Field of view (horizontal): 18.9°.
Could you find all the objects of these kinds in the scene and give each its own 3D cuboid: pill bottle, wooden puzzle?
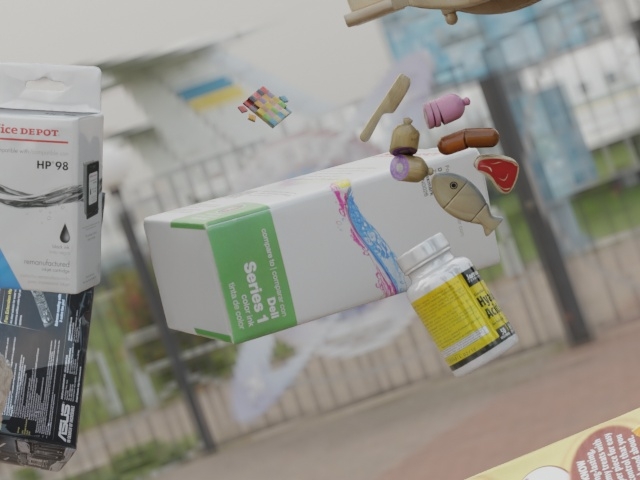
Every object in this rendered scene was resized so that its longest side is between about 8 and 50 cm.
[{"bbox_3d":[0.114,0.054,1.643,0.065,0.116,0.065,-32,-3,-2],"label":"pill bottle"},{"bbox_3d":[-0.065,-0.164,2.366,0.006,0.049,0.083,-54,-5,39],"label":"wooden puzzle"}]

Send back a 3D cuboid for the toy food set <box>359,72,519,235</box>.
[{"bbox_3d":[0.093,-0.063,1.363,0.078,0.122,0.019,-57,13,7],"label":"toy food set"}]

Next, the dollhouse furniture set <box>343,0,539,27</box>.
[{"bbox_3d":[0.172,-0.170,1.496,0.355,0.174,0.303,-18,3,18],"label":"dollhouse furniture set"}]

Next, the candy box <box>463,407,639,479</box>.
[{"bbox_3d":[0.224,0.162,0.991,0.316,0.183,0.087,-24,34,12],"label":"candy box"}]

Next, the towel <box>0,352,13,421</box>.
[{"bbox_3d":[-0.278,0.125,1.282,0.049,0.187,0.282,8,-20,14],"label":"towel"}]

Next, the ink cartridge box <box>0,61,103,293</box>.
[{"bbox_3d":[-0.235,-0.052,1.556,0.104,0.180,0.060,4,9,14],"label":"ink cartridge box"}]

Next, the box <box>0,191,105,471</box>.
[{"bbox_3d":[-0.363,0.070,2.009,0.242,0.307,0.076,12,-29,-19],"label":"box"}]

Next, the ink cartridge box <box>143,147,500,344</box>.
[{"bbox_3d":[0.000,0.000,1.804,0.278,0.117,0.201,-16,7,-20],"label":"ink cartridge box"}]
